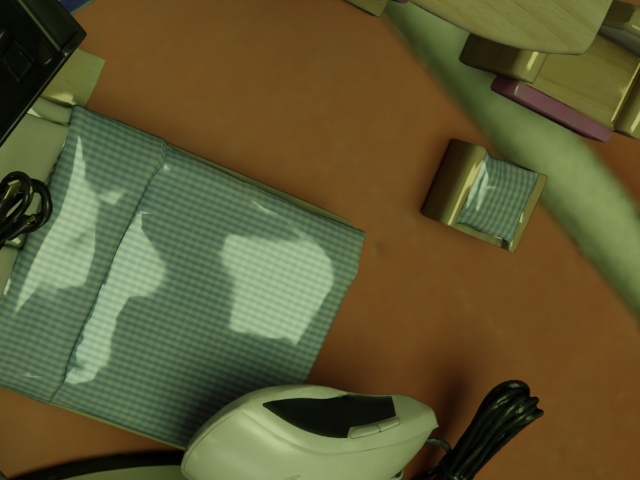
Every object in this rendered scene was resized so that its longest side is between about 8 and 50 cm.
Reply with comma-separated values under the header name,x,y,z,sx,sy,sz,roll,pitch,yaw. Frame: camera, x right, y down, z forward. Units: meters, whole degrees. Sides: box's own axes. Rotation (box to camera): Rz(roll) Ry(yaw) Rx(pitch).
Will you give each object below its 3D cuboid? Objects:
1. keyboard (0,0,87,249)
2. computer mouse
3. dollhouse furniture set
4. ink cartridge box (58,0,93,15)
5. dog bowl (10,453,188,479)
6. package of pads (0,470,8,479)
name,x,y,z,sx,sy,sz,roll,pitch,yaw
keyboard,-0.148,-0.035,0.693,0.108,0.180,0.023,51,38,8
computer mouse,0.019,0.103,0.822,0.193,0.042,0.106,6,135,-46
dollhouse furniture set,0.000,0.000,0.760,0.286,0.198,0.303,24,92,-25
ink cartridge box,-0.163,-0.216,0.596,0.333,0.165,0.065,42,42,-28
dog bowl,-0.071,0.313,0.828,0.408,0.150,0.408,-5,104,-21
package of pads,-0.160,0.113,0.782,0.050,0.083,0.032,-47,133,-6
